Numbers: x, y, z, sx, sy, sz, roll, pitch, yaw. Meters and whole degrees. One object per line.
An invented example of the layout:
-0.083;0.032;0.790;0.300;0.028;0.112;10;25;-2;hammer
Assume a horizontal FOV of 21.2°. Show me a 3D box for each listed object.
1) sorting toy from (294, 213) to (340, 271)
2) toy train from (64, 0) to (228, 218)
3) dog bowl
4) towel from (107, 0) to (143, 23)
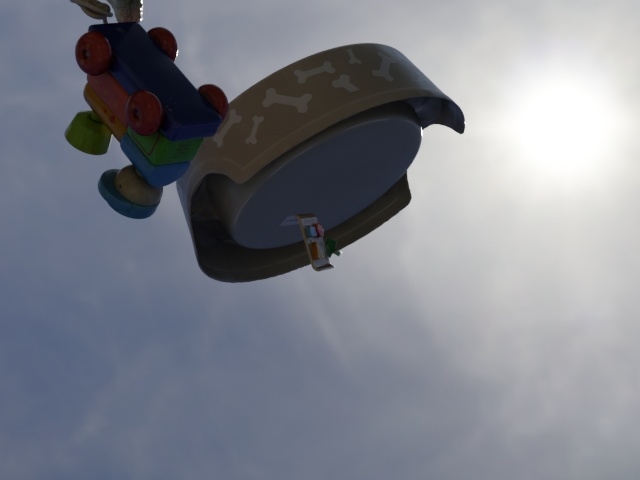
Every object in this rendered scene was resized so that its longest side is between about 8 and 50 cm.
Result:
0.000;0.000;1.747;0.012;0.062;0.083;-22;177;17;sorting toy
-0.210;-0.148;1.669;0.105;0.143;0.248;-11;-129;-47;toy train
-0.009;-0.091;1.956;0.349;0.349;0.102;-21;-113;-21;dog bowl
-0.206;-0.276;1.663;0.027;0.148;0.110;-28;-102;-17;towel
